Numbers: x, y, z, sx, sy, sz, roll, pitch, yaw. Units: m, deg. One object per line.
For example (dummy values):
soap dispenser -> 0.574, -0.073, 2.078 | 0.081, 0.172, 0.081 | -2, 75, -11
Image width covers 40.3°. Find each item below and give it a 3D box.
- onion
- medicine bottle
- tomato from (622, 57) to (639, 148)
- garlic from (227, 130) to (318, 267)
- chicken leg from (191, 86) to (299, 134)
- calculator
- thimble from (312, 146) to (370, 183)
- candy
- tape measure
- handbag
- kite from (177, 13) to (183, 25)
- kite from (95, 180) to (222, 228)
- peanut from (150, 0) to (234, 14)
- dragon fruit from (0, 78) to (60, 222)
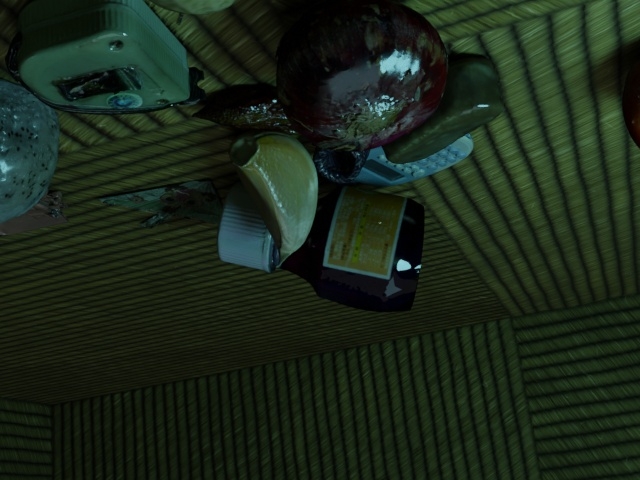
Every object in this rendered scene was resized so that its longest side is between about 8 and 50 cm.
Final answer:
onion -> 0.052, -0.235, 1.208 | 0.247, 0.190, 0.246 | -16, 147, -11
medicine bottle -> 0.000, 0.000, 1.707 | 0.395, 0.242, 0.242 | 12, 161, 2
tomato -> 0.587, -0.220, 1.410 | 0.185, 0.208, 0.208 | -9, 161, 19
garlic -> -0.083, -0.091, 1.549 | 0.146, 0.164, 0.244 | -6, 119, 26
chicken leg -> -0.087, -0.210, 1.420 | 0.234, 0.063, 0.105 | 2, 154, -18
calculator -> 0.146, -0.156, 1.665 | 0.303, 0.042, 0.188 | -14, 161, 33
thimble -> 0.041, -0.156, 1.564 | 0.095, 0.066, 0.104 | 40, 137, -26
candy -> 0.194, -0.214, 1.444 | 0.102, 0.104, 0.234 | 1, 161, -35
tape measure -> -0.298, -0.235, 1.194 | 0.207, 0.115, 0.235 | -14, 160, 13
handbag -> -0.587, -0.073, 1.639 | 0.157, 0.059, 0.212 | -10, 162, 11
kite -> -0.176, -0.315, 1.173 | 0.044, 0.002, 0.078 | -6, 160, -2
kite -> -0.301, -0.075, 1.805 | 0.323, 0.013, 0.268 | 10, 153, -35
peanut -> -0.183, -0.326, 0.974 | 0.257, 0.123, 0.124 | 9, 155, -45
dragon fruit -> -0.527, -0.108, 1.343 | 0.221, 0.203, 0.283 | 9, 156, -40
